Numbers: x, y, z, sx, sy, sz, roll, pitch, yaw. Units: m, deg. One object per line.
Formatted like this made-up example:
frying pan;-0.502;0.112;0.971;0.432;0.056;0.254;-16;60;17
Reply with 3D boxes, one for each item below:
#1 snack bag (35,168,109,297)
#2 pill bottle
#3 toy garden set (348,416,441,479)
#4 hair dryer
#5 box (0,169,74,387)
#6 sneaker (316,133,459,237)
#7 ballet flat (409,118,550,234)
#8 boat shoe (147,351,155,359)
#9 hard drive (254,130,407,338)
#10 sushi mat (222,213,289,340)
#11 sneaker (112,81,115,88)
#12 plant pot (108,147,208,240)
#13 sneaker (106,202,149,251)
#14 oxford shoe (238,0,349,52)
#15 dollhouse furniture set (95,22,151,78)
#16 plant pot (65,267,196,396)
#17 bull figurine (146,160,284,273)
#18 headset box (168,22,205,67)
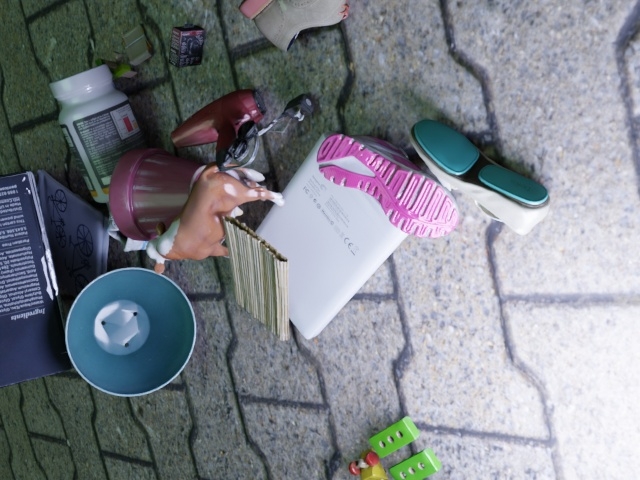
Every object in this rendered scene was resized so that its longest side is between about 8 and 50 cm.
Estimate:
snack bag;-0.684;0.008;2.065;0.343;0.037;0.323;30;123;36
pill bottle;-0.478;-0.236;1.663;0.162;0.162;0.278;-1;115;43
toy garden set;0.176;0.469;1.421;0.244;0.049;0.204;56;132;11
hair dryer;-0.174;-0.210;1.381;0.294;0.223;0.080;1;125;45
box;-0.815;0.081;1.875;0.480;0.298;0.471;-168;65;-68
sneaker;0.122;-0.103;1.231;0.252;0.111;0.103;36;118;2
ballet flat;0.232;-0.093;1.147;0.248;0.086;0.086;39;128;25
boat shoe;-0.451;0.335;1.937;0.068;0.072;0.190;49;132;19
hard drive;0.000;0.000;1.414;0.233;0.047;0.353;52;132;16
sushi mat;-0.121;0.080;1.457;0.151;0.019;0.316;36;153;20
sneaker;-0.532;-0.278;1.784;0.086;0.085;0.237;41;130;31
plant pot;-0.311;-0.095;1.581;0.180;0.201;0.201;3;107;27
sneaker;-0.491;-0.053;1.829;0.190;0.083;0.071;54;135;16
oxford shoe;0.022;-0.430;1.217;0.348;0.123;0.130;-23;115;44
dollhouse furniture set;-0.426;-0.413;1.681;0.152;0.059;0.076;-25;80;26
plant pot;-0.460;0.211;1.788;0.195;0.290;0.290;-8;100;68
bull figurine;-0.209;-0.033;1.453;0.310;0.189;0.101;-50;46;42
headset box;-0.268;-0.394;1.511;0.032;0.062;0.083;32;125;30
